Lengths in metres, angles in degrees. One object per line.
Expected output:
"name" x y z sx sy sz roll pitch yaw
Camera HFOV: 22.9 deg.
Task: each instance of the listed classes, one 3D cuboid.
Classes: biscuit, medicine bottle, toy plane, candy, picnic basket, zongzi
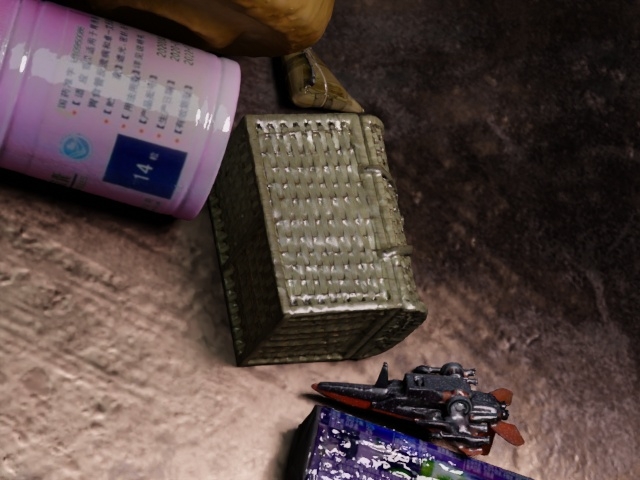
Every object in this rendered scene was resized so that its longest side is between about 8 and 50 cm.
"biscuit" -0.131 -0.229 1.392 0.296 0.296 0.102 14 87 -15
"medicine bottle" -0.212 -0.122 1.376 0.254 0.152 0.152 16 60 -13
"toy plane" 0.087 0.140 1.407 0.189 0.061 0.130 17 29 -12
"candy" 0.121 0.234 1.381 0.312 0.061 0.088 22 57 -11
"picnic basket" 0.000 0.000 1.411 0.154 0.134 0.196 -2 65 -24
"zongzi" 0.001 -0.163 1.553 0.083 0.040 0.076 5 56 -32
